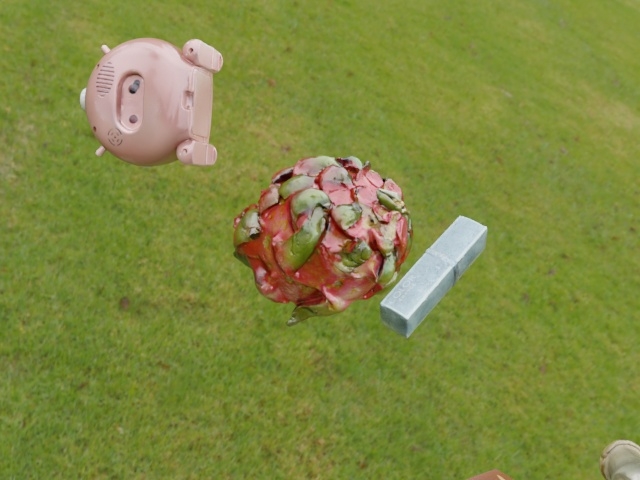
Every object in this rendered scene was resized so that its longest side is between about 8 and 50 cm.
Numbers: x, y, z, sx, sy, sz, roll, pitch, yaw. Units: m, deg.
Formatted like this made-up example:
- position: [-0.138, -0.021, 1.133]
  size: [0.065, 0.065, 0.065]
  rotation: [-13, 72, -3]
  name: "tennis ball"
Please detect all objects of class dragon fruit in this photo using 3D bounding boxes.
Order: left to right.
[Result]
- position: [-0.001, -0.012, 1.162]
  size: [0.302, 0.237, 0.231]
  rotation: [7, 27, 40]
  name: "dragon fruit"

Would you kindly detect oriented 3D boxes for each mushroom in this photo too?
- position: [0.515, 0.398, 1.204]
  size: [0.108, 0.096, 0.247]
  rotation: [27, 5, 13]
  name: "mushroom"

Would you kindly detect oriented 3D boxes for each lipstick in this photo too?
- position: [0.226, 0.069, 1.484]
  size: [0.077, 0.076, 0.289]
  rotation: [30, 57, 28]
  name: "lipstick"

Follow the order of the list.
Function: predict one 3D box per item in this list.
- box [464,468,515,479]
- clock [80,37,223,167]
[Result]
- position: [0.191, 0.559, 1.151]
  size: [0.122, 0.345, 0.385]
  rotation: [25, 6, 32]
  name: "box"
- position: [-0.310, -0.243, 1.306]
  size: [0.241, 0.227, 0.142]
  rotation: [6, 4, 13]
  name: "clock"
